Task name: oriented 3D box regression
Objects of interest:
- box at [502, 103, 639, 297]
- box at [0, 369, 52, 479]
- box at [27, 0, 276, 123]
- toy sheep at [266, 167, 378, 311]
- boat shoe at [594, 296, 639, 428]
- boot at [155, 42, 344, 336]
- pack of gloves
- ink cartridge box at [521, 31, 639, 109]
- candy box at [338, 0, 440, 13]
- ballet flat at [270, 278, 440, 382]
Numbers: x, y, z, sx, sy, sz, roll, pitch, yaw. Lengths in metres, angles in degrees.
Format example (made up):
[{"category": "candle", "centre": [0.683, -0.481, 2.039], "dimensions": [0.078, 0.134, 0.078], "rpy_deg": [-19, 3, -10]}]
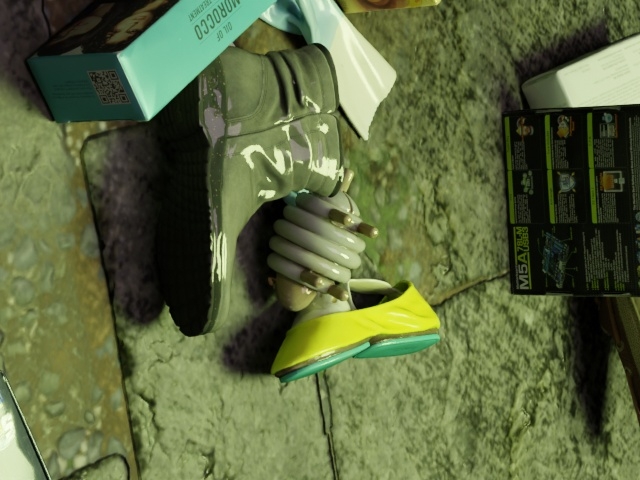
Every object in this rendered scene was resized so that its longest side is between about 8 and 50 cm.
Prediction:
[{"category": "box", "centre": [0.270, -0.039, 1.940], "dimensions": [0.045, 0.184, 0.191], "rpy_deg": [-9, 96, -48]}, {"category": "box", "centre": [-0.280, 0.225, 1.368], "dimensions": [0.232, 0.059, 0.183], "rpy_deg": [-40, 121, -43]}, {"category": "box", "centre": [-0.113, -0.182, 1.537], "dimensions": [0.244, 0.100, 0.060], "rpy_deg": [-48, 127, -40]}, {"category": "toy sheep", "centre": [0.000, 0.000, 1.681], "dimensions": [0.091, 0.091, 0.132], "rpy_deg": [31, 87, -46]}, {"category": "boat shoe", "centre": [0.338, 0.064, 2.079], "dimensions": [0.123, 0.123, 0.342], "rpy_deg": [-9, 75, -40]}, {"category": "boot", "centre": [-0.046, -0.045, 1.603], "dimensions": [0.161, 0.083, 0.247], "rpy_deg": [1, 89, -35]}, {"category": "pack of gloves", "centre": [-0.013, -0.138, 1.704], "dimensions": [0.232, 0.046, 0.195], "rpy_deg": [45, 56, -41]}, {"category": "ink cartridge box", "centre": [0.324, -0.089, 2.053], "dimensions": [0.189, 0.066, 0.232], "rpy_deg": [-25, 96, -46]}, {"category": "candy box", "centre": [0.032, -0.288, 1.707], "dimensions": [0.187, 0.109, 0.053], "rpy_deg": [57, 50, -34]}, {"category": "ballet flat", "centre": [0.023, 0.074, 1.738], "dimensions": [0.231, 0.077, 0.077], "rpy_deg": [-9, 76, -53]}]
